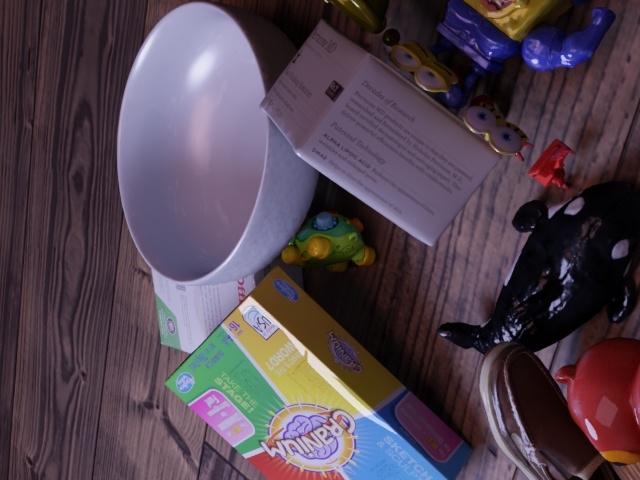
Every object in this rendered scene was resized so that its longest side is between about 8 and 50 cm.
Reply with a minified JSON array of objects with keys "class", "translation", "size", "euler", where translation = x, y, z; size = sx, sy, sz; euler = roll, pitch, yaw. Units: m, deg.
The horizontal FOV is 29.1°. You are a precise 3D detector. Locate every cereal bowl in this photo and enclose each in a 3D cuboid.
[{"class":"cereal bowl","translation":[-0.106,-0.113,1.484],"size":[0.339,0.141,0.339],"euler":[0,90,51]}]

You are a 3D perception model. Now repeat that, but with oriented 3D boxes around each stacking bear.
[{"class":"stacking bear","translation":[0.349,0.142,1.092],"size":[0.289,0.175,0.164],"euler":[-5,73,47]}]

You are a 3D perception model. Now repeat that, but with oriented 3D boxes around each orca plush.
[{"class":"orca plush","translation":[0.207,0.049,1.246],"size":[0.287,0.102,0.151],"euler":[-35,83,47]}]

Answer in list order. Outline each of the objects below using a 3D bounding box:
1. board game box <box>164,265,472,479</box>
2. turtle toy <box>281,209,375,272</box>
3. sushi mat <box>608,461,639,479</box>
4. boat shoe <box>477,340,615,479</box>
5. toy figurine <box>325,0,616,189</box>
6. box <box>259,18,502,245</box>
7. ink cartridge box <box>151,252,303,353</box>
[{"class":"board game box","translation":[-0.009,0.210,1.489],"size":[0.316,0.064,0.242],"euler":[43,135,-1]},{"class":"turtle toy","translation":[0.000,0.000,1.480],"size":[0.130,0.095,0.066],"euler":[-14,71,48]},{"class":"sushi mat","translation":[0.397,0.279,1.195],"size":[0.316,0.019,0.151],"euler":[56,137,17]},{"class":"boat shoe","translation":[0.251,0.213,1.255],"size":[0.095,0.095,0.257],"euler":[-3,121,52]},{"class":"toy figurine","translation":[0.169,-0.241,1.209],"size":[0.362,0.191,0.217],"euler":[45,104,24]},{"class":"box","translation":[0.056,-0.112,1.240],"size":[0.119,0.182,0.181],"euler":[-53,24,8]},{"class":"ink cartridge box","translation":[-0.122,0.076,1.627],"size":[0.212,0.093,0.154],"euler":[12,113,46]}]
